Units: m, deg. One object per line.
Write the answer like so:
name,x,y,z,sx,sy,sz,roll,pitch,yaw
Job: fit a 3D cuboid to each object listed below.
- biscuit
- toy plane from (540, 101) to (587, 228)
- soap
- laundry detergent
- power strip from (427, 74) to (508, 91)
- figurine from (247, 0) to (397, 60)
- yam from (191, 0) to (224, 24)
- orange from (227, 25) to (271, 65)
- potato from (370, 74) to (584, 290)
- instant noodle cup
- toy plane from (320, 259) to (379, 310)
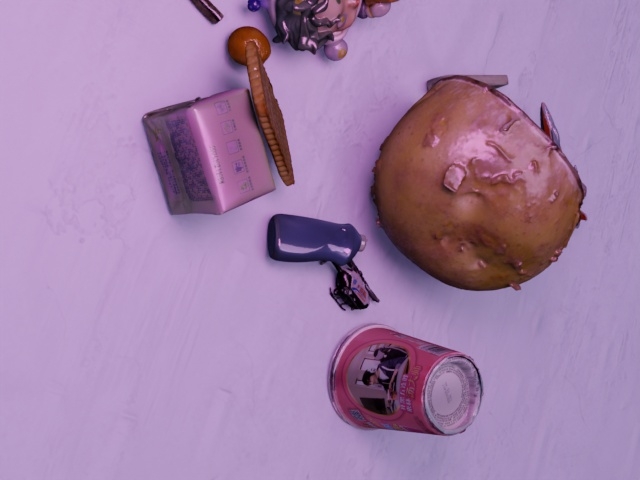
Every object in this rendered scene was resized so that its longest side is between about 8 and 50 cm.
biscuit,-0.093,-0.227,1.765,0.254,0.029,0.172,68,9,-59
toy plane,0.549,-0.167,2.296,0.223,0.104,0.326,-20,97,-35
soap,-0.198,-0.156,1.714,0.138,0.182,0.199,-22,103,-34
laundry detergent,0.000,0.001,1.897,0.206,0.061,0.096,5,58,-21
power strip,0.335,-0.353,2.155,0.227,0.080,0.029,-7,89,-36
figurine,0.041,-0.489,1.890,0.382,0.186,0.261,-30,118,-38
yam,-0.233,-0.457,1.788,0.027,0.033,0.129,-44,112,2
orange,-0.135,-0.367,1.824,0.085,0.085,0.085,0,90,-35
potato,0.298,-0.073,1.955,0.442,0.385,0.319,44,80,-15
instant noodle cup,0.182,0.294,1.943,0.244,0.255,0.243,-2,94,-36
toy plane,0.052,0.078,1.977,0.197,0.053,0.078,55,54,-23
